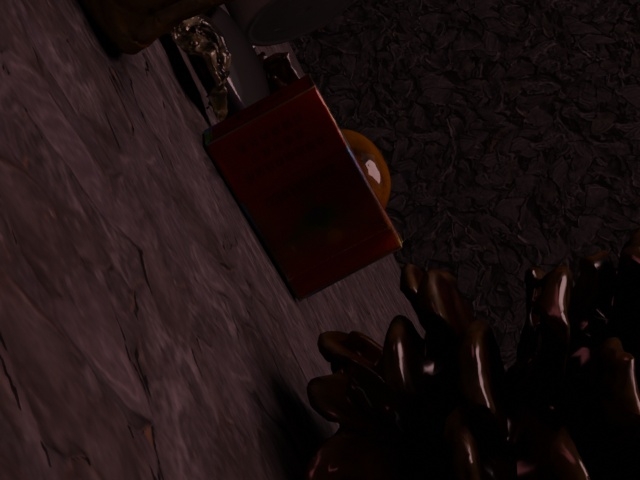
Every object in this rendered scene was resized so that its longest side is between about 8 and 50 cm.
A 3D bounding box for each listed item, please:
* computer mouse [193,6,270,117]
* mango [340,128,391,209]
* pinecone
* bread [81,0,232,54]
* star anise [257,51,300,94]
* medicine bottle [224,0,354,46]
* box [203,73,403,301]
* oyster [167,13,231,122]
[{"bbox_3d":[-0.097,-0.197,1.384,0.120,0.057,0.232,61,6,-15],"label":"computer mouse"},{"bbox_3d":[0.031,-0.079,1.683,0.219,0.112,0.145,-124,-149,-80],"label":"mango"},{"bbox_3d":[0.195,0.152,0.797,0.384,0.384,0.384,61,5,-9],"label":"pinecone"},{"bbox_3d":[-0.114,-0.228,0.892,0.158,0.149,0.143,62,8,-7],"label":"bread"},{"bbox_3d":[-0.044,-0.156,1.550,0.234,0.073,0.177,170,-101,-78],"label":"star anise"},{"bbox_3d":[-0.088,-0.465,1.830,0.306,0.245,0.245,64,5,12],"label":"medicine bottle"},{"bbox_3d":[-0.014,-0.046,1.112,0.175,0.112,0.048,61,4,-22],"label":"box"},{"bbox_3d":[-0.114,-0.182,1.185,0.148,0.051,0.103,53,-8,31],"label":"oyster"}]
